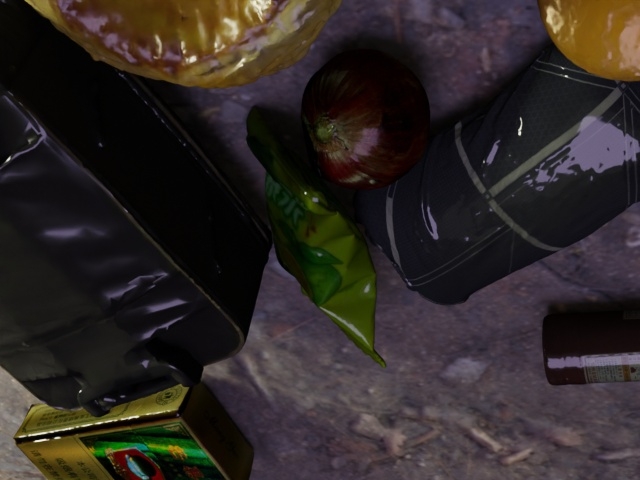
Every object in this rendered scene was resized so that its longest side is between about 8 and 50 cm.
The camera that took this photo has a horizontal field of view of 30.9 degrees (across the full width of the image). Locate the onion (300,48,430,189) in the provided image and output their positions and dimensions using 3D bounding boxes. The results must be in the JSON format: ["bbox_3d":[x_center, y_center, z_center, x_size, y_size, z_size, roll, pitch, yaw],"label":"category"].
[{"bbox_3d":[0.041,-0.102,0.963,0.119,0.118,0.117,-20,104,28],"label":"onion"}]

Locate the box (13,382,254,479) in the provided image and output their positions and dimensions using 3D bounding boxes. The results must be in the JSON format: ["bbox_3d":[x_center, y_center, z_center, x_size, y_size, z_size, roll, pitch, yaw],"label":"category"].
[{"bbox_3d":[-0.220,0.246,1.373,0.240,0.071,0.159,-13,126,24],"label":"box"}]

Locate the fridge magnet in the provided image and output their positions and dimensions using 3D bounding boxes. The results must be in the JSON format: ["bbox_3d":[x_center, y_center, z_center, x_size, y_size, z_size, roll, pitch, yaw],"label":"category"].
[{"bbox_3d":[0.230,-0.187,0.847,0.143,0.063,0.143,2,94,21],"label":"fridge magnet"}]

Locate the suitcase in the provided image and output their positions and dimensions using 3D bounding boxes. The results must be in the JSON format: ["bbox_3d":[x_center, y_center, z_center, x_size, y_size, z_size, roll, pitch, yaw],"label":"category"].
[{"bbox_3d":[-0.255,-0.036,1.033,0.283,0.194,0.434,-22,124,28],"label":"suitcase"}]

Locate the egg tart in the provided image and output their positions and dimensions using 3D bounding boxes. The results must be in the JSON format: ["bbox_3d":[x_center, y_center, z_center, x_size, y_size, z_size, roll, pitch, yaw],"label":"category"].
[{"bbox_3d":[-0.106,-0.262,0.833,0.319,0.128,0.319,7,128,9],"label":"egg tart"}]

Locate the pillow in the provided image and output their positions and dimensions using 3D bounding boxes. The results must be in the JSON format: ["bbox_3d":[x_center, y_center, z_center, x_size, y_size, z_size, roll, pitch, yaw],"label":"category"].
[{"bbox_3d":[0.174,-0.061,0.983,0.335,0.092,0.161,-33,109,35],"label":"pillow"}]

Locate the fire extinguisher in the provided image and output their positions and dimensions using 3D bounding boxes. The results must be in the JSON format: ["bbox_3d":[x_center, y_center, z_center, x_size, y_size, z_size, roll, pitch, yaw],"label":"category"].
[{"bbox_3d":[0.335,0.103,1.122,0.231,0.071,0.099,-5,159,15],"label":"fire extinguisher"}]

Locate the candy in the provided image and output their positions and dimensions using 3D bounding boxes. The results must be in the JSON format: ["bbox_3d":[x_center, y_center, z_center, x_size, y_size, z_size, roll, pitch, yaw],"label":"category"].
[{"bbox_3d":[0.000,0.000,1.071,0.069,0.149,0.246,-26,134,-15],"label":"candy"}]
